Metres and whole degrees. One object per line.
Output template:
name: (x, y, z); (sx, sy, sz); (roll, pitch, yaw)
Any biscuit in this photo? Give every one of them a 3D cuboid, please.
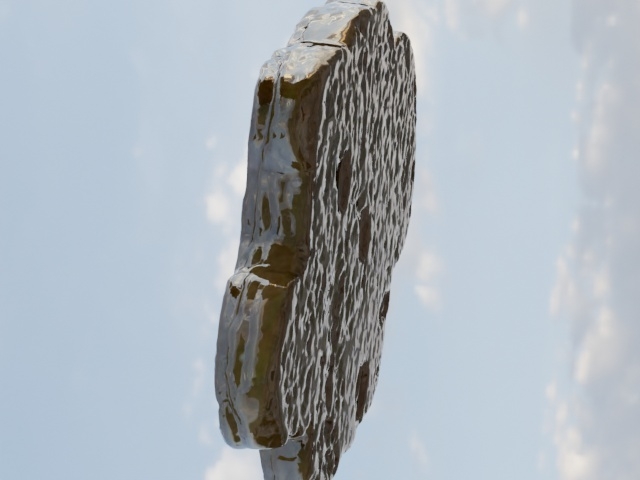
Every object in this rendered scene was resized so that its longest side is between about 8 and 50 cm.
biscuit: (0.000, 0.000, 0.606); (0.290, 0.041, 0.208); (-58, -30, -62)
